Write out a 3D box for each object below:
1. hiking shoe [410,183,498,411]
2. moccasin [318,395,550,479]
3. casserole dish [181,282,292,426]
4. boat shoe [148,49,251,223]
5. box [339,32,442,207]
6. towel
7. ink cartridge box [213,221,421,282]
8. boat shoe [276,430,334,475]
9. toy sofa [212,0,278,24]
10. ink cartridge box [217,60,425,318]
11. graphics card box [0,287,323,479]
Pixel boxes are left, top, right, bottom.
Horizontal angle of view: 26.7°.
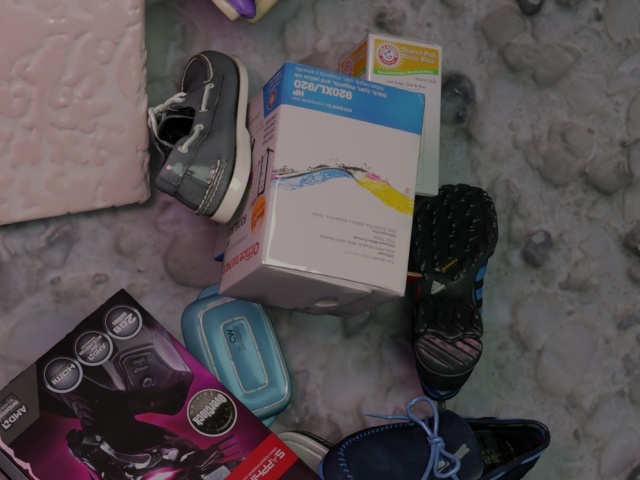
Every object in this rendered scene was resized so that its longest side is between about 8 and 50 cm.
[{"bbox_3d":[0.158,0.063,1.732,0.113,0.132,0.304,11,54,3],"label":"hiking shoe"},{"bbox_3d":[0.142,0.247,1.623,0.342,0.117,0.137,-5,59,-46],"label":"moccasin"},{"bbox_3d":[-0.098,0.141,1.652,0.114,0.037,0.188,-18,86,-23],"label":"casserole dish"},{"bbox_3d":[-0.147,-0.140,1.567,0.099,0.116,0.319,17,32,-20],"label":"boat shoe"},{"bbox_3d":[0.086,-0.148,1.733,0.103,0.114,0.203,7,77,-18],"label":"box"},{"bbox_3d":[-0.347,-0.174,1.520,0.317,0.053,0.331,-10,121,-22],"label":"towel"},{"bbox_3d":[0.000,0.000,1.662,0.231,0.134,0.078,12,75,-19],"label":"ink cartridge box"},{"bbox_3d":[0.057,0.338,1.647,0.302,0.114,0.091,47,27,0],"label":"boat shoe"},{"bbox_3d":[-0.158,-0.439,1.622,0.150,0.177,0.362,-43,103,15],"label":"toy sofa"},{"bbox_3d":[-0.001,-0.048,1.504,0.168,0.171,0.232,12,73,-18],"label":"ink cartridge box"},{"bbox_3d":[-0.175,0.258,1.484,0.371,0.094,0.233,43,64,11],"label":"graphics card box"}]
